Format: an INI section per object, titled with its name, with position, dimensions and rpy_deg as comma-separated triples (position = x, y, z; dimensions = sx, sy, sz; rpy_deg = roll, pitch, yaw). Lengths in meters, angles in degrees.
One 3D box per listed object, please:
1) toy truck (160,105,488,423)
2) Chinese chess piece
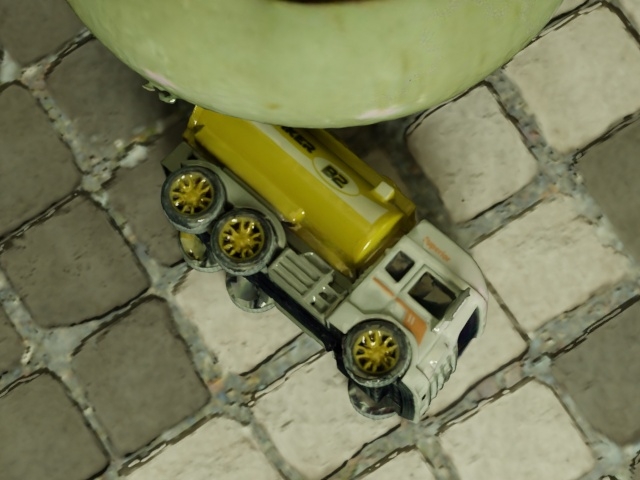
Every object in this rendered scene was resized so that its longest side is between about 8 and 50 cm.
[toy truck]
position = 0.000, 0.000, 1.155
dimensions = 0.227, 0.098, 0.114
rpy_deg = 41, 78, 15
[Chinese chess piece]
position = -0.003, -0.236, 1.145
dimensions = 0.349, 0.146, 0.349
rpy_deg = 0, 60, 0
